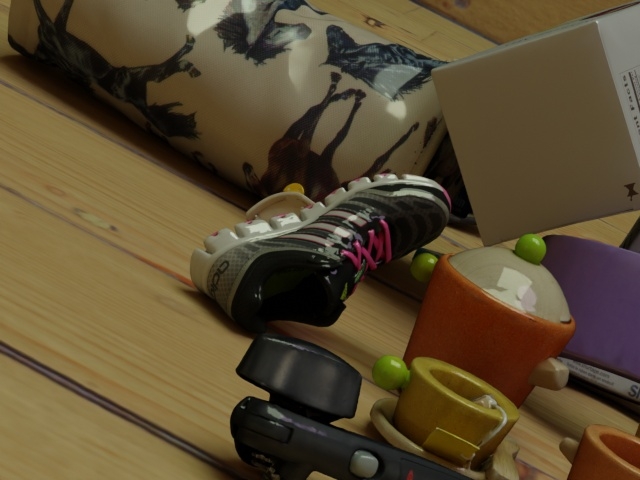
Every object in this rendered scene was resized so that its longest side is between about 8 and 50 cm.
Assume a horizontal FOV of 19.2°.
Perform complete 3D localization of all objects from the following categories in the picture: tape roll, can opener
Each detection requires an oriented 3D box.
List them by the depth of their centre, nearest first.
[{"bbox_3d":[0.030,0.112,0.953,0.186,0.073,0.059,30,2,-29],"label":"can opener"},{"bbox_3d":[0.228,0.067,1.318,0.189,0.080,0.189,22,-5,2],"label":"tape roll"}]

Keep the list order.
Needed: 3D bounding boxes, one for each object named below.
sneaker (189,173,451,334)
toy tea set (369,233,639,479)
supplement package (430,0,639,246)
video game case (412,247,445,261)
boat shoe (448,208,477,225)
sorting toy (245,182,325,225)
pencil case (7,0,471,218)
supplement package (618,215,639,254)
[{"bbox_3d":[0.009,0.014,1.167,0.170,0.063,0.075,-17,44,-15],"label":"sneaker"},{"bbox_3d":[0.191,0.103,1.136,0.336,0.124,0.200,24,13,-8],"label":"toy tea set"},{"bbox_3d":[0.206,-0.097,1.384,0.139,0.134,0.244,-14,6,31],"label":"supplement package"},{"bbox_3d":[0.166,0.053,1.521,0.166,0.015,0.119,16,18,-39],"label":"video game case"},{"bbox_3d":[0.072,-0.081,1.672,0.285,0.103,0.092,23,8,-40],"label":"boat shoe"},{"bbox_3d":[0.000,0.000,1.377,0.083,0.045,0.075,37,-2,37],"label":"sorting toy"},{"bbox_3d":[-0.059,-0.143,1.491,0.410,0.160,0.183,31,57,19],"label":"pencil case"},{"bbox_3d":[0.355,0.068,1.501,0.262,0.145,0.204,33,14,6],"label":"supplement package"}]
